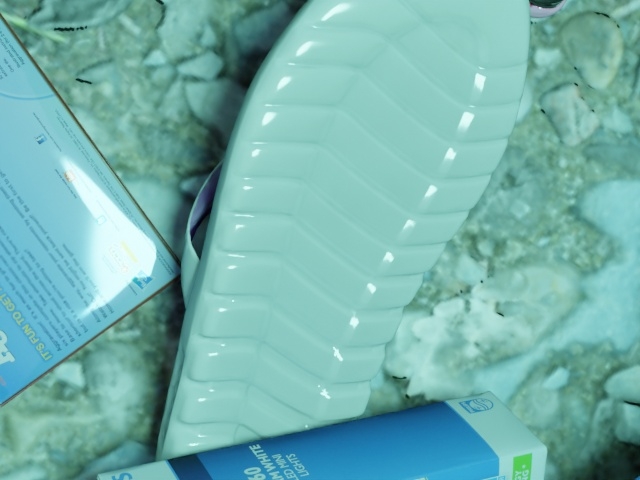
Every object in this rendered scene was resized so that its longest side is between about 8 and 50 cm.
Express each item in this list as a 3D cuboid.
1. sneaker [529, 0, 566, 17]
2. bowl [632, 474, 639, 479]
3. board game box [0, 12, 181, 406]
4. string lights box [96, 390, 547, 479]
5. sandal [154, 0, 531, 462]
[{"bbox_3d":[0.121,-0.195,0.926,0.119,0.057,0.047,37,86,-8],"label":"sneaker"},{"bbox_3d":[0.321,0.247,0.863,0.391,0.077,0.391,0,129,0],"label":"bowl"},{"bbox_3d":[-0.223,-0.052,0.877,0.145,0.027,0.281,-36,98,-10],"label":"board game box"},{"bbox_3d":[0.001,0.187,0.858,0.260,0.077,0.133,-10,117,-21],"label":"string lights box"},{"bbox_3d":[-0.013,-0.005,0.878,0.169,0.102,0.416,19,100,-30],"label":"sandal"}]
